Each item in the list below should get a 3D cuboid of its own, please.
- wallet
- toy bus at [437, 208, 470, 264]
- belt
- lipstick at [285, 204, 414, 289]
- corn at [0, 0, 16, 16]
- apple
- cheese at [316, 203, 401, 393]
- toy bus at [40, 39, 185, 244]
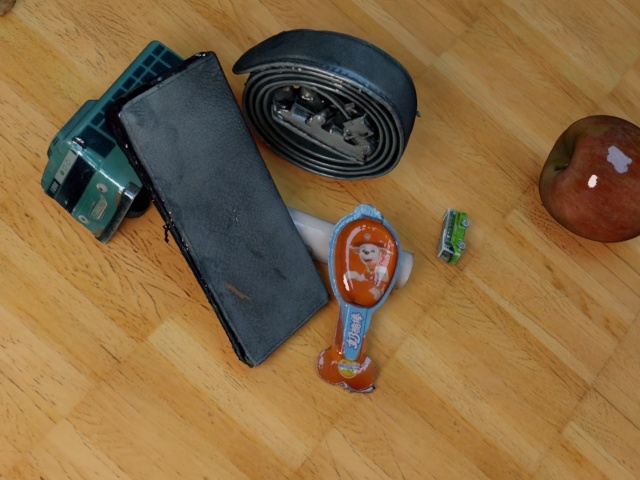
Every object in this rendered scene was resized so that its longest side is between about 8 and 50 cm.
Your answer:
[{"bbox_3d":[-0.121,-0.040,1.749,0.191,0.046,0.379,-41,112,-42],"label":"wallet"},{"bbox_3d":[0.193,-0.006,2.016,0.037,0.031,0.083,20,51,-7],"label":"toy bus"},{"bbox_3d":[0.002,-0.189,1.921,0.268,0.206,0.116,22,51,0],"label":"belt"},{"bbox_3d":[0.000,0.000,1.888,0.264,0.059,0.059,21,51,-15],"label":"lipstick"},{"bbox_3d":[-0.500,-0.448,1.897,0.097,0.097,0.319,-16,70,-36],"label":"corn"},{"bbox_3d":[0.433,-0.090,2.102,0.174,0.188,0.188,28,49,-20],"label":"apple"},{"bbox_3d":[0.051,0.075,1.839,0.106,0.037,0.256,14,74,-17],"label":"cheese"},{"bbox_3d":[-0.246,-0.131,1.797,0.147,0.128,0.256,36,48,-3],"label":"toy bus"}]
